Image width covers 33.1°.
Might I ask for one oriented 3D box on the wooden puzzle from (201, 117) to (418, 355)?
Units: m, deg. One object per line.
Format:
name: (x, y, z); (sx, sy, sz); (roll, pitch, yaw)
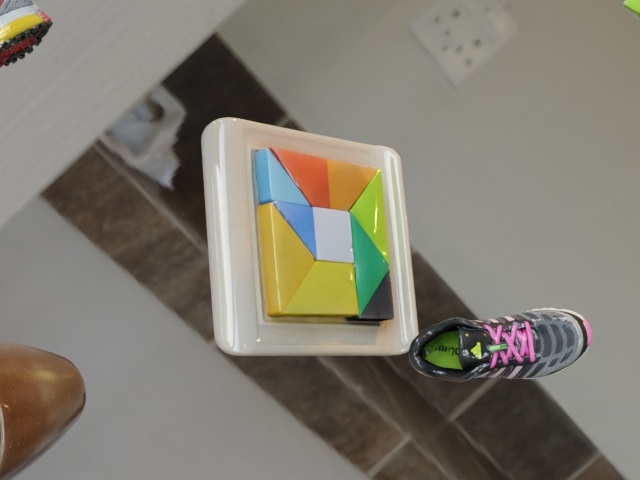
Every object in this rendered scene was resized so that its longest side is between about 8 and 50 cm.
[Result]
wooden puzzle: (0.000, 0.000, 1.037); (0.238, 0.044, 0.221); (4, 76, -40)

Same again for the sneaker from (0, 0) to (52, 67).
sneaker: (-0.406, -0.220, 1.176); (0.093, 0.088, 0.225); (51, 46, 1)

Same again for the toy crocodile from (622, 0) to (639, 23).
toy crocodile: (0.261, -0.189, 0.705); (0.105, 0.115, 0.340); (46, 14, 24)

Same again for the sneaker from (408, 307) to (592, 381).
sneaker: (0.153, 0.096, 0.957); (0.075, 0.170, 0.063); (5, 79, -64)

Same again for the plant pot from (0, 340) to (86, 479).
plant pot: (-0.423, 0.222, 1.424); (0.215, 0.215, 0.230); (49, 21, 15)
